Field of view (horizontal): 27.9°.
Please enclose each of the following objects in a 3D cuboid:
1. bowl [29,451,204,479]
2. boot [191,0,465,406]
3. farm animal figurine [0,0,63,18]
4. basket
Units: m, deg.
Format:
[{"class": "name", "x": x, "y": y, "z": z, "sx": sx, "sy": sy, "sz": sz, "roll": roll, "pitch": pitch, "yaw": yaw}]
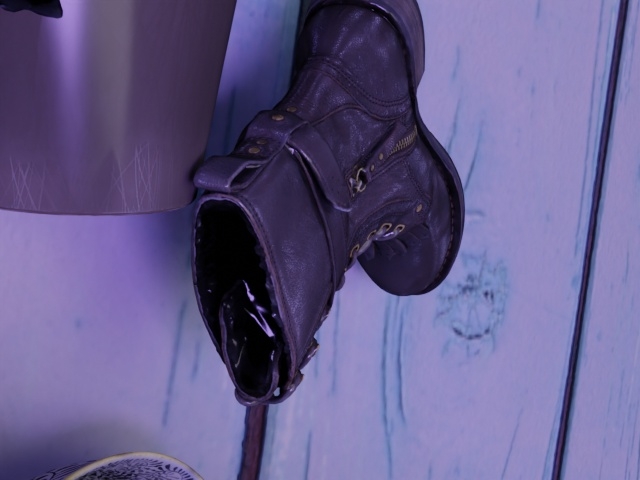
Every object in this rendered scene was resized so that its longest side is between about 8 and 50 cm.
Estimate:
[{"class": "bowl", "x": -0.133, "y": 0.183, "z": 0.667, "sx": 0.170, "sy": 0.080, "sz": 0.170, "roll": -13, "pitch": 108, "yaw": -47}, {"class": "boot", "x": 0.000, "y": 0.000, "z": 0.717, "sx": 0.263, "sy": 0.091, "sz": 0.229, "roll": 73, "pitch": 31, "yaw": -42}, {"class": "farm animal figurine", "x": -0.238, "y": -0.228, "z": 0.383, "sx": 0.327, "sy": 0.172, "sz": 0.330, "roll": 9, "pitch": 70, "yaw": -36}, {"class": "basket", "x": -0.112, "y": -0.133, "z": 0.578, "sx": 0.204, "sy": 0.154, "sz": 0.227, "roll": -4, "pitch": 105, "yaw": -41}]
